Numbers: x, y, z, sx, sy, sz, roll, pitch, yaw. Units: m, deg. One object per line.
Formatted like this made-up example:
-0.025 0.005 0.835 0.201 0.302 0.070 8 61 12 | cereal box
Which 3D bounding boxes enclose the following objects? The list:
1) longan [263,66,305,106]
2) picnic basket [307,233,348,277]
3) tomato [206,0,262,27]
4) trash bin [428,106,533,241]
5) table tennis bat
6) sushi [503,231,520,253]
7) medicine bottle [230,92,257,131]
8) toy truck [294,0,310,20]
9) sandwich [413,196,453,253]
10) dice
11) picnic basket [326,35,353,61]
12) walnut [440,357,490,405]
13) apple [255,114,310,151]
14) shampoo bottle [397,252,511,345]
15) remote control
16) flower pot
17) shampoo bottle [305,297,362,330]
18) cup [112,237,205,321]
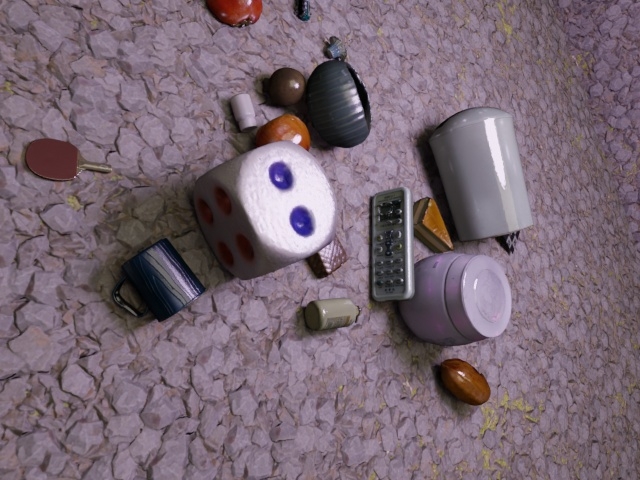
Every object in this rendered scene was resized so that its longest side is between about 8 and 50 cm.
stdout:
-0.100 -0.416 1.289 0.119 0.106 0.106 9 68 6 | longan
0.000 0.000 1.279 0.110 0.055 0.193 -32 100 -38 | picnic basket
-0.217 -0.647 1.259 0.159 0.091 0.138 -22 91 -36 | tomato
0.540 -0.231 1.608 0.281 0.280 0.431 -15 91 -38 | trash bin
-0.508 -0.159 0.966 0.157 0.013 0.086 5 73 -34 | table tennis bat
0.719 -0.087 1.841 0.192 0.051 0.215 50 57 -36 | sushi
-0.195 -0.326 1.216 0.052 0.052 0.089 -16 88 -38 | medicine bottle
-0.051 -0.707 1.433 0.044 0.039 0.083 14 71 -51 | toy truck
0.371 -0.049 1.551 0.163 0.079 0.113 38 60 -22 | sandwich
-0.124 -0.066 1.077 0.243 0.259 0.251 -29 98 -36 | dice
0.057 -0.595 1.473 0.083 0.065 0.083 -39 98 -15 | picnic basket
0.442 0.433 1.471 0.207 0.116 0.115 36 59 -16 | walnut
-0.093 -0.249 1.221 0.147 0.146 0.146 10 72 -35 | apple
0.388 0.169 1.392 0.273 0.266 0.272 11 72 -36 | shampoo bottle
0.215 0.011 1.391 0.066 0.128 0.335 19 67 -46 | remote control
0.051 -0.378 1.332 0.189 0.157 0.242 -48 124 -61 | flower pot
0.043 0.190 1.246 0.162 0.079 0.079 -1 79 -37 | shampoo bottle
-0.334 0.087 0.969 0.150 0.113 0.138 -41 102 -38 | cup
